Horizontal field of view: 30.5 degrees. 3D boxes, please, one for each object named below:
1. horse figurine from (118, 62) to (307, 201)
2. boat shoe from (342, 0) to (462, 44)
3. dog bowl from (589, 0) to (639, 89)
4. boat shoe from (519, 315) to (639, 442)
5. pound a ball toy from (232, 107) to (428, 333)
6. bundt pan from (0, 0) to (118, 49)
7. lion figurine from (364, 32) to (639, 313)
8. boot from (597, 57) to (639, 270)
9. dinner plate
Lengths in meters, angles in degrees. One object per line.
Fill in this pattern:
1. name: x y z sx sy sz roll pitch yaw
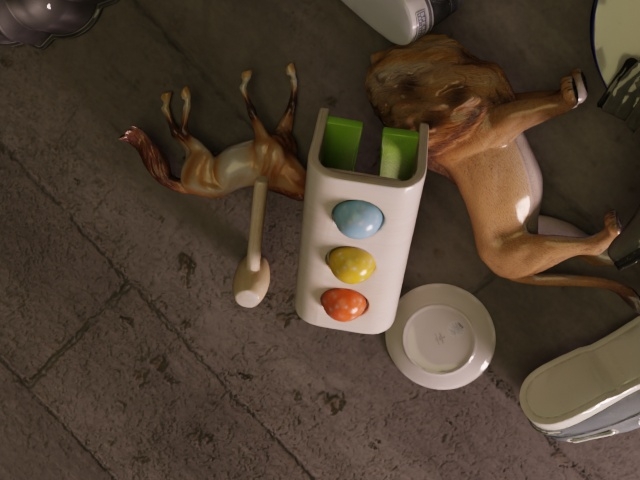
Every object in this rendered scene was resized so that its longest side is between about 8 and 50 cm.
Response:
1. horse figurine: -0.113 -0.116 1.469 0.263 0.066 0.174 -11 94 13
2. boat shoe: 0.040 -0.353 1.359 0.301 0.102 0.108 45 153 20
3. dog bowl: 0.430 -0.236 1.290 0.265 0.104 0.265 3 103 13
4. boat shoe: 0.400 0.160 1.413 0.319 0.116 0.099 -22 140 10
5. pound a ball toy: 0.000 0.000 1.368 0.208 0.136 0.319 9 141 1
6. bundt pan: -0.396 -0.394 1.439 0.331 0.124 0.331 3 104 12
7. lion figurine: 0.214 -0.067 1.366 0.240 0.142 0.392 -16 103 24
8. boot: 0.355 -0.101 1.253 0.161 0.083 0.246 42 103 8
9. dinner plate: 0.151 0.124 1.488 0.141 0.017 0.141 3 103 11
